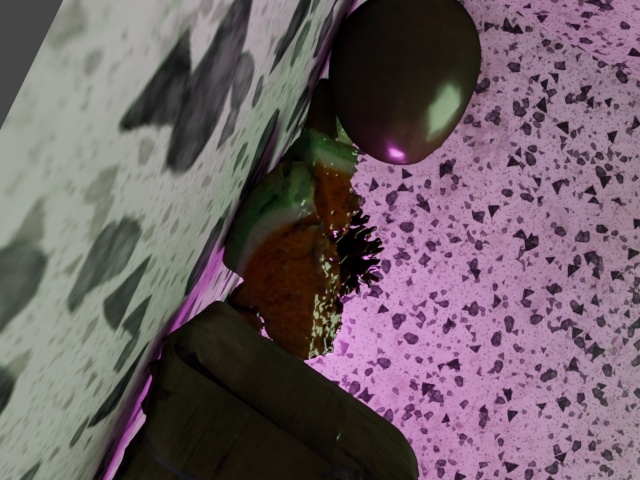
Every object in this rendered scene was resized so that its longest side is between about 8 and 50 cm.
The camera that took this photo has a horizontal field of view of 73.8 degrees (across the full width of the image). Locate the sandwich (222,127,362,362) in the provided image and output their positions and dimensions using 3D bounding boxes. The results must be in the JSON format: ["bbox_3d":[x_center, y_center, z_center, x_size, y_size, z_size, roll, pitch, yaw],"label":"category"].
[{"bbox_3d":[-0.052,0.024,0.589,0.250,0.162,0.301,-30,-117,60],"label":"sandwich"}]

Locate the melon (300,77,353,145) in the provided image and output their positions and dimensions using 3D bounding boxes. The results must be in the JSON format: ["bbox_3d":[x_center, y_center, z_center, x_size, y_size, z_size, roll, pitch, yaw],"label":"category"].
[{"bbox_3d":[0.029,-0.255,1.007,0.169,0.129,0.265,-60,-174,7],"label":"melon"}]

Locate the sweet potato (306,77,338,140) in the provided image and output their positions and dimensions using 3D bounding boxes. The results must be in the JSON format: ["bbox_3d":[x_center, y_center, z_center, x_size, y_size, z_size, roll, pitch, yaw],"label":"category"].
[{"bbox_3d":[-0.001,-0.152,0.755,0.075,0.075,0.273,135,-38,-77],"label":"sweet potato"}]

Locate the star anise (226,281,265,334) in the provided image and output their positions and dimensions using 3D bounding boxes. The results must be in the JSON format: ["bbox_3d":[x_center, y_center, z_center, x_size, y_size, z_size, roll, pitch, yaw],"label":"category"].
[{"bbox_3d":[-0.190,0.195,1.177,0.237,0.148,0.346,-60,172,3],"label":"star anise"}]

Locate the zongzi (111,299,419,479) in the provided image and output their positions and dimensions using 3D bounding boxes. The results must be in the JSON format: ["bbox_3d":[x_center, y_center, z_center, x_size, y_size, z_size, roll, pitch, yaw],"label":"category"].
[{"bbox_3d":[-0.094,0.302,0.484,0.360,0.323,0.160,-57,170,8],"label":"zongzi"}]

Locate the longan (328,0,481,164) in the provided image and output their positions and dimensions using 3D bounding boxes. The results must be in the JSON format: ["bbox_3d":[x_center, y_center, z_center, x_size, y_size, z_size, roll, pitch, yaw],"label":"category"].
[{"bbox_3d":[0.141,-0.276,0.719,0.300,0.243,0.300,-31,134,-40],"label":"longan"}]

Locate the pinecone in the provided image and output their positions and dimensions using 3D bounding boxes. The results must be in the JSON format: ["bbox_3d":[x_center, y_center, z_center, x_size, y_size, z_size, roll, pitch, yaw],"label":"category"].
[{"bbox_3d":[-0.001,0.002,0.882,0.246,0.292,0.246,-48,172,-9],"label":"pinecone"}]
